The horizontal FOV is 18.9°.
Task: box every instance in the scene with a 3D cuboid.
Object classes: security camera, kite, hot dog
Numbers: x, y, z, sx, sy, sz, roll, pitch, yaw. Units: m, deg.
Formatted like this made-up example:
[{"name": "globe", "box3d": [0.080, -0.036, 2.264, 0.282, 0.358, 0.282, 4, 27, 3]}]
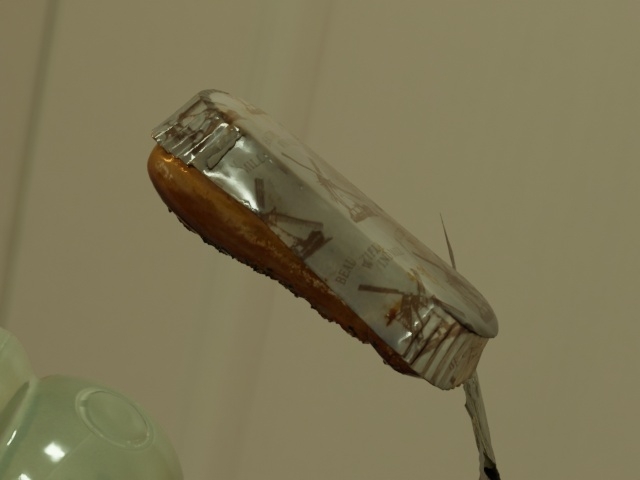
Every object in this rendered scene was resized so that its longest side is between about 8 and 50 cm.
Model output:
[{"name": "security camera", "box3d": [-0.214, 0.183, 1.408, 0.236, 0.195, 0.194, 30, 15, -6]}, {"name": "kite", "box3d": [0.092, 0.124, 1.036, 0.022, 0.204, 0.360, -12, 20, 6]}, {"name": "hot dog", "box3d": [0.000, 0.000, 0.904, 0.191, 0.059, 0.108, 39, 19, 5]}]
